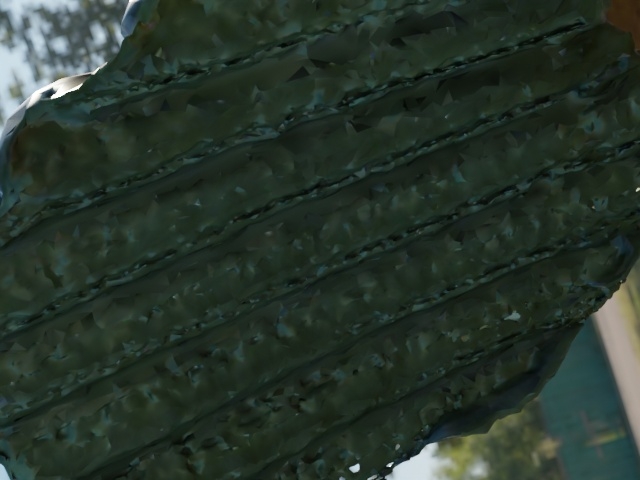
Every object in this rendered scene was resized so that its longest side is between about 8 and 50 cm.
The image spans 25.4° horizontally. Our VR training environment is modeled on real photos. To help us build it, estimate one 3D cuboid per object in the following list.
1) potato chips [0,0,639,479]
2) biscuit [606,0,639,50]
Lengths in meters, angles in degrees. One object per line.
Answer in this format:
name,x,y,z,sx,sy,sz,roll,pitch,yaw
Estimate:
potato chips,0.000,0.000,0.765,0.070,0.429,0.358,-120,8,-54
biscuit,0.267,-0.324,1.187,0.062,0.385,0.365,177,90,-70
